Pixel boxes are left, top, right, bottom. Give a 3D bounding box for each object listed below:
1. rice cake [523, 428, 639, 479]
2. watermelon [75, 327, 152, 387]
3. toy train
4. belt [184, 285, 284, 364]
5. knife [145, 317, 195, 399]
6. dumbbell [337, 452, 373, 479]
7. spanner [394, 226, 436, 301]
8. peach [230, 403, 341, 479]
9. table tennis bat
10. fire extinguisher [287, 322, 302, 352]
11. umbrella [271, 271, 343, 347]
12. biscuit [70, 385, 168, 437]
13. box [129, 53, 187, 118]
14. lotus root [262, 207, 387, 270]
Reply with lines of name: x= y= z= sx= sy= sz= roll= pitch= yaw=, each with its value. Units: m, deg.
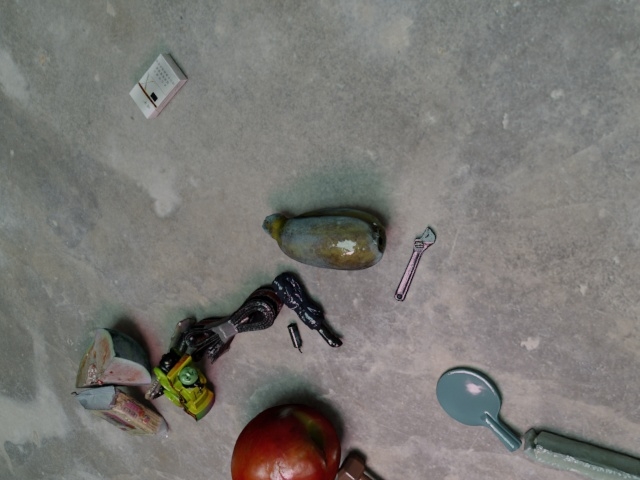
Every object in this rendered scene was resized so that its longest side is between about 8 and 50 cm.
rice cake: x=0.637 y=0.511 z=1.151 sx=0.336 sy=0.066 sz=0.063 roll=14 pitch=115 yaw=20
watermelon: x=-0.655 y=0.383 z=1.662 sx=0.322 sy=0.188 sz=0.175 roll=-21 pitch=63 yaw=40
toy train: x=-0.402 y=0.429 z=1.521 sx=0.160 sy=0.100 sz=0.296 roll=30 pitch=147 yaw=17
belt: x=-0.245 y=0.236 z=1.434 sx=0.359 sy=0.094 sz=0.126 roll=-35 pitch=92 yaw=30
knife: x=-0.467 y=0.380 z=1.597 sx=0.043 sy=0.089 sz=0.365 roll=39 pitch=119 yaw=21
dumbbell: x=0.156 y=0.705 z=1.435 sx=0.231 sy=0.082 sz=0.092 roll=38 pitch=121 yaw=7
spanner: x=0.221 y=0.061 z=1.203 sx=0.046 sy=0.012 sz=0.208 roll=24 pitch=117 yaw=13
peach: x=-0.110 y=0.611 z=1.415 sx=0.281 sy=0.281 sz=0.338 roll=46 pitch=116 yaw=3
table tennis bat: x=0.392 y=0.416 z=1.246 sx=0.244 sy=0.040 sz=0.153 roll=45 pitch=122 yaw=8
fire extinguisher: x=-0.070 y=0.271 z=1.409 sx=0.038 sy=0.025 sz=0.083 roll=8 pitch=118 yaw=63
umbrella: x=-0.037 y=0.190 z=1.337 sx=0.071 sy=0.071 sz=0.248 roll=-38 pitch=89 yaw=31
biscuit: x=-0.664 y=0.576 z=1.707 sx=0.186 sy=0.079 sz=0.309 roll=-11 pitch=135 yaw=25
box: x=-0.418 y=-0.395 z=1.306 sx=0.154 sy=0.040 sz=0.084 roll=-36 pitch=93 yaw=30
lotus root: x=0.000 y=0.000 z=1.200 sx=0.322 sy=0.158 sz=0.140 roll=3 pitch=110 yaw=31
